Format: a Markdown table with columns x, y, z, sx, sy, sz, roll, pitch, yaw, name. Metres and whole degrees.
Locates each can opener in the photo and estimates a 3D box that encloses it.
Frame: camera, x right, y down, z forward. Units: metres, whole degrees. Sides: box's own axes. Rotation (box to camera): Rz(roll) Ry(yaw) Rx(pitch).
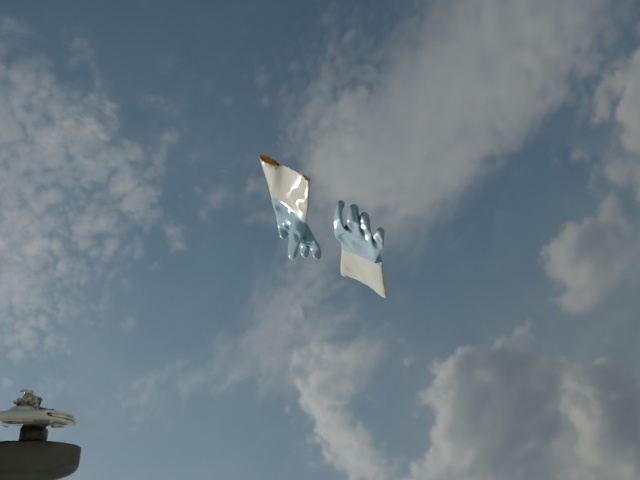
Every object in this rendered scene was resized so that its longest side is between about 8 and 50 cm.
| x | y | z | sx | sy | sz | roll | pitch | yaw | name |
| --- | --- | --- | --- | --- | --- | --- | --- | --- | --- |
| -0.395 | 0.204 | 0.730 | 0.280 | 0.093 | 0.074 | 1 | -24 | 3 | can opener |

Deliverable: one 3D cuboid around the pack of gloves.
| x | y | z | sx | sy | sz | roll | pitch | yaw | name |
| --- | --- | --- | --- | --- | --- | --- | --- | --- | --- |
| 0.000 | 0.000 | 0.979 | 0.046 | 0.195 | 0.232 | -53 | -22 | -21 | pack of gloves |
